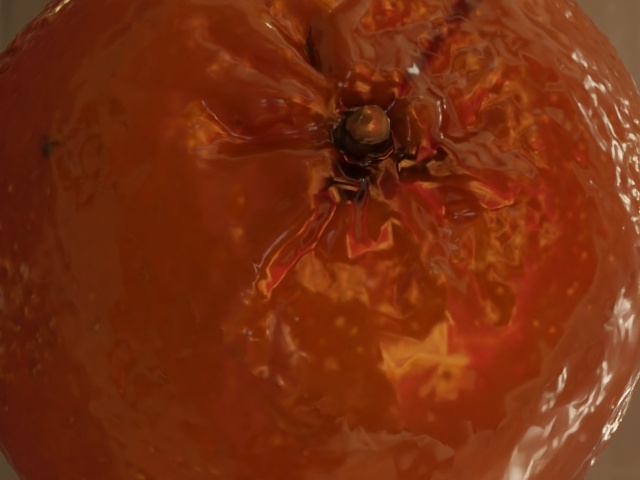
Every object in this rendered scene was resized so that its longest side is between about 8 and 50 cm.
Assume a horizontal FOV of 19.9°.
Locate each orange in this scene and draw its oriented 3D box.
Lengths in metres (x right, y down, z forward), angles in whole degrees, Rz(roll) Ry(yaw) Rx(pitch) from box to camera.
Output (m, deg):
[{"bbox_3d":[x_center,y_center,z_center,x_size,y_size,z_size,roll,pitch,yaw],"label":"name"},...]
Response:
[{"bbox_3d":[0.000,0.000,0.464,0.161,0.193,0.193,140,-53,-59],"label":"orange"}]
